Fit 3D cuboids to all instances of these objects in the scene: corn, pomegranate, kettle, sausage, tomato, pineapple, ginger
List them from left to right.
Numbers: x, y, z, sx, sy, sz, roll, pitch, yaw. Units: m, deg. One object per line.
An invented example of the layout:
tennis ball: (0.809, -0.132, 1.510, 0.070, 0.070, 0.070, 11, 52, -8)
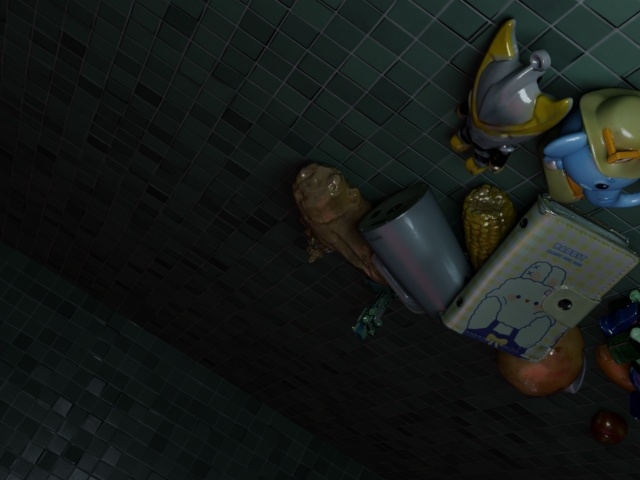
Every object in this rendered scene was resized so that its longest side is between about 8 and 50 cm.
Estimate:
pineapple: (0.000, 0.000, 1.971, 0.114, 0.114, 0.077, 40, 171, -12)
ginger: (0.068, -0.024, 1.814, 0.354, 0.126, 0.190, 42, 139, -22)
kettle: (0.183, 0.039, 1.691, 0.210, 0.160, 0.243, -18, 111, 47)
corn: (0.347, 0.036, 1.657, 0.120, 0.120, 0.363, 10, 144, 35)
pomegranate: (0.454, 0.229, 1.813, 0.191, 0.191, 0.191, 23, 154, 12)
tomato: (0.696, 0.455, 2.107, 0.087, 0.075, 0.087, 20, 151, 11)
sausage: (0.671, 0.283, 1.803, 0.238, 0.098, 0.098, 34, 154, -14)

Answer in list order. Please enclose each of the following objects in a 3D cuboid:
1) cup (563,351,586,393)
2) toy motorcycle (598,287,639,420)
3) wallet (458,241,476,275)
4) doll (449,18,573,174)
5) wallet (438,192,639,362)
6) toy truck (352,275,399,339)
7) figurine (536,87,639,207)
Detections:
cup: (0.508, 0.268, 1.930, 0.133, 0.099, 0.136, 13, 151, 32)
toy motorcycle: (0.649, 0.245, 1.659, 0.196, 0.125, 0.331, -25, 118, 33)
wallet: (0.273, 0.086, 1.901, 0.172, 0.045, 0.318, 26, 156, 10)
doll: (0.272, -0.202, 1.323, 0.103, 0.145, 0.316, -3, 162, -9)
wallet: (0.387, 0.078, 1.556, 0.223, 0.077, 0.309, 24, 124, -14)
toy truck: (0.119, 0.146, 2.020, 0.081, 0.175, 0.067, 21, 154, 30)
figurine: (0.415, -0.130, 1.281, 0.180, 0.154, 0.262, 16, 170, 7)
